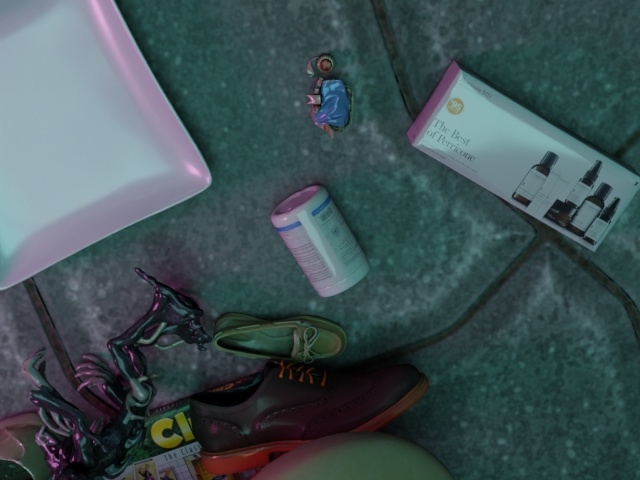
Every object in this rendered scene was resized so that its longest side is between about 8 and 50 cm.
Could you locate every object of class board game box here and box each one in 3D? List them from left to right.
[{"bbox_3d":[-0.131,0.244,1.359,0.259,0.030,0.136,-21,106,5],"label":"board game box"}]

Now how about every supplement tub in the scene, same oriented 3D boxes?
[{"bbox_3d":[0.000,0.000,1.259,0.071,0.071,0.107,-28,107,7],"label":"supplement tub"}]

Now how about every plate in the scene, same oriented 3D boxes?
[{"bbox_3d":[-0.295,-0.122,1.222,0.277,0.045,0.278,-26,108,7],"label":"plate"}]

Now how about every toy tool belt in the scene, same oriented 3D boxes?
[{"bbox_3d":[0.010,-0.153,1.218,0.052,0.051,0.083,-5,108,0],"label":"toy tool belt"}]

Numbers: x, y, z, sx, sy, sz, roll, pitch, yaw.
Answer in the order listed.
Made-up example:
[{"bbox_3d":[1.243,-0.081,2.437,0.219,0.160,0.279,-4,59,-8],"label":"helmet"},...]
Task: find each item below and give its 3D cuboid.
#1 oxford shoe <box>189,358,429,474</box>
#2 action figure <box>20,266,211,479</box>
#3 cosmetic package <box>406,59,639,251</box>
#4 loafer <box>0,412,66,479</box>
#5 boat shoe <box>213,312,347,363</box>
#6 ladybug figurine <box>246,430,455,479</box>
[{"bbox_3d":[-0.016,0.177,1.278,0.271,0.097,0.098,-18,102,4],"label":"oxford shoe"},{"bbox_3d":[-0.239,0.165,1.257,0.141,0.164,0.276,33,87,14],"label":"action figure"},{"bbox_3d":[0.221,-0.090,1.242,0.239,0.060,0.099,28,104,-11],"label":"cosmetic package"},{"bbox_3d":[-0.426,0.277,1.325,0.268,0.092,0.102,-23,108,6],"label":"loafer"},{"bbox_3d":[-0.045,0.114,1.306,0.153,0.048,0.056,9,108,-5],"label":"boat shoe"},{"bbox_3d":[-0.031,0.388,1.169,0.305,0.162,0.449,35,87,-22],"label":"ladybug figurine"}]
